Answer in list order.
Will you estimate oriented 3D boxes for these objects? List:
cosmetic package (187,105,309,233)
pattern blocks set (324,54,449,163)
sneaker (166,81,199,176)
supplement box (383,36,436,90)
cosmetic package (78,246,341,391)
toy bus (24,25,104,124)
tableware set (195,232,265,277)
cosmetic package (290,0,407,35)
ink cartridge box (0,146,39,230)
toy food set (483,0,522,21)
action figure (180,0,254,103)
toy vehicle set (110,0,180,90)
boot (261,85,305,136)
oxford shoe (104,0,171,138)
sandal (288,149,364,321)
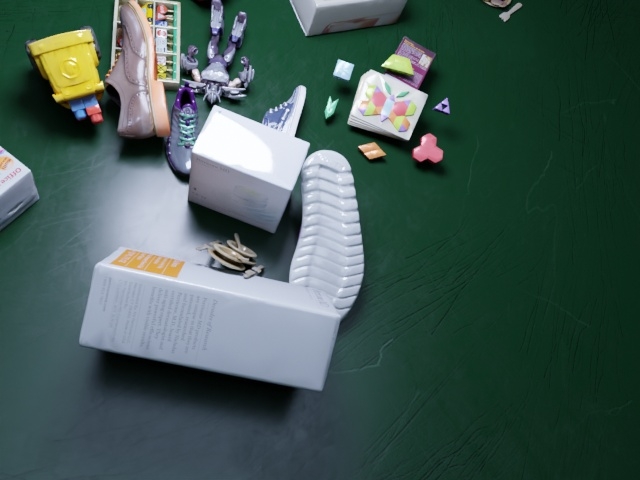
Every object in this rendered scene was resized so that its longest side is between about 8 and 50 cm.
[{"bbox_3d":[-0.167,-0.152,1.453,0.224,0.225,0.138,21,62,-4],"label":"cosmetic package"},{"bbox_3d":[0.176,-0.346,1.685,0.325,0.026,0.285,8,85,-1],"label":"pattern blocks set"},{"bbox_3d":[-0.325,-0.265,1.535,0.083,0.098,0.224,-3,66,-16],"label":"sneaker"},{"bbox_3d":[0.231,-0.455,1.782,0.104,0.081,0.188,29,62,0],"label":"supplement box"},{"bbox_3d":[-0.208,0.149,1.274,0.453,0.230,0.161,13,95,-9],"label":"cosmetic package"},{"bbox_3d":[-0.563,-0.368,1.492,0.149,0.220,0.211,-22,104,-14],"label":"toy bus"},{"bbox_3d":[-0.182,0.024,1.390,0.128,0.194,0.039,29,96,3],"label":"tableware set"},{"bbox_3d":[0.080,-0.691,1.827,0.296,0.129,0.153,-14,71,-21],"label":"cosmetic package"},{"bbox_3d":[-0.707,-0.128,1.353,0.176,0.127,0.128,37,62,3],"label":"ink cartridge box"},{"bbox_3d":[0.552,-0.792,2.050,0.192,0.038,0.132,44,63,8],"label":"toy food set"},{"bbox_3d":[-0.260,-0.469,1.652,0.185,0.099,0.285,13,66,-15],"label":"action figure"},{"bbox_3d":[-0.444,-0.508,1.653,0.166,0.035,0.267,1,65,-15],"label":"toy vehicle set"},{"bbox_3d":[-0.096,-0.324,1.640,0.086,0.069,0.190,18,64,-10],"label":"boot"},{"bbox_3d":[-0.447,-0.407,1.517,0.132,0.130,0.364,-11,70,-11],"label":"oxford shoe"},{"bbox_3d":[0.015,0.002,1.494,0.169,0.102,0.416,7,81,-11],"label":"sandal"}]
